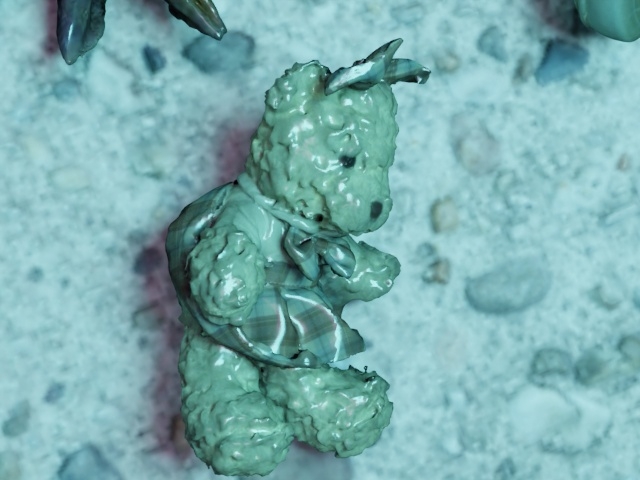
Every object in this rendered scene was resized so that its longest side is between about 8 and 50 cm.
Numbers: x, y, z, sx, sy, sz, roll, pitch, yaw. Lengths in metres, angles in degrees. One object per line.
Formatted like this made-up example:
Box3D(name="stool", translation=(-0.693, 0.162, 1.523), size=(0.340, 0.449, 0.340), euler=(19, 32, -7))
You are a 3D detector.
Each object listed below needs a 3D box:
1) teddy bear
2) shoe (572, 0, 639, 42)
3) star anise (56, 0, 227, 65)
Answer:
Box3D(name="teddy bear", translation=(-0.017, 0.002, 0.744), size=(0.133, 0.111, 0.213), euler=(6, 97, -53))
Box3D(name="shoe", translation=(0.167, -0.225, 0.802), size=(0.100, 0.103, 0.251), euler=(18, 74, 15))
Box3D(name="star anise", translation=(-0.101, -0.172, 0.752), size=(0.181, 0.061, 0.204), euler=(25, 79, -5))
